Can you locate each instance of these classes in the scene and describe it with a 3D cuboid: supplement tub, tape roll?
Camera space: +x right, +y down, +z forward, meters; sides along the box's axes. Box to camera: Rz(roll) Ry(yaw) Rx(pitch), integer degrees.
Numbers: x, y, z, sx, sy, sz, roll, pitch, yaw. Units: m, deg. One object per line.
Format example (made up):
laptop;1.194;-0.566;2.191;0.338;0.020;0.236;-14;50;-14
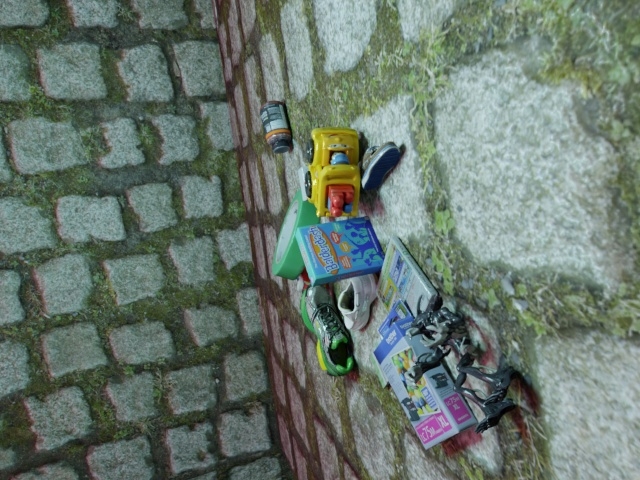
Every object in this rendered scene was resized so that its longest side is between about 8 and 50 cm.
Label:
supplement tub;-0.179;-0.457;1.738;0.106;0.106;0.198;143;116;-69
tape roll;-0.086;-0.021;1.518;0.321;0.077;0.321;-163;90;-77

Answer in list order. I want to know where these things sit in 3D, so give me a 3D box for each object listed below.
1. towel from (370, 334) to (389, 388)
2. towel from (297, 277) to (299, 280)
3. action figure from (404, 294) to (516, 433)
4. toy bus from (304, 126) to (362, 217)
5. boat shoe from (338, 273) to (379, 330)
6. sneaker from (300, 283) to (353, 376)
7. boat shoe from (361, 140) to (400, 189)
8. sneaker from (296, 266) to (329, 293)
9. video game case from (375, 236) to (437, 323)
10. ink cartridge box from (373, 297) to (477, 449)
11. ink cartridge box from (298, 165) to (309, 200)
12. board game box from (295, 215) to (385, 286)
towel;0.186;0.349;1.238;0.152;0.023;0.113;100;155;-50
towel;-0.067;0.117;1.768;0.029;0.067;0.119;-120;27;-49
action figure;0.238;0.217;0.827;0.276;0.141;0.164;-132;35;-50
toy bus;0.043;-0.162;1.119;0.211;0.149;0.220;-104;15;-58
boat shoe;0.096;0.187;1.288;0.277;0.096;0.098;101;152;-47
sneaker;0.039;0.308;1.509;0.146;0.134;0.344;-31;79;63
boat shoe;0.133;-0.191;1.033;0.183;0.066;0.066;123;135;-64
sneaker;-0.017;0.138;1.608;0.118;0.107;0.279;38;152;24
video game case;0.204;0.130;1.059;0.212;0.023;0.193;97;155;-43
ink cartridge box;0.219;0.314;1.011;0.186;0.065;0.311;107;143;-52
ink cartridge box;0.009;-0.178;1.292;0.056;0.135;0.099;175;86;-74
board game box;0.055;0.025;1.146;0.047;0.210;0.160;111;143;-57
